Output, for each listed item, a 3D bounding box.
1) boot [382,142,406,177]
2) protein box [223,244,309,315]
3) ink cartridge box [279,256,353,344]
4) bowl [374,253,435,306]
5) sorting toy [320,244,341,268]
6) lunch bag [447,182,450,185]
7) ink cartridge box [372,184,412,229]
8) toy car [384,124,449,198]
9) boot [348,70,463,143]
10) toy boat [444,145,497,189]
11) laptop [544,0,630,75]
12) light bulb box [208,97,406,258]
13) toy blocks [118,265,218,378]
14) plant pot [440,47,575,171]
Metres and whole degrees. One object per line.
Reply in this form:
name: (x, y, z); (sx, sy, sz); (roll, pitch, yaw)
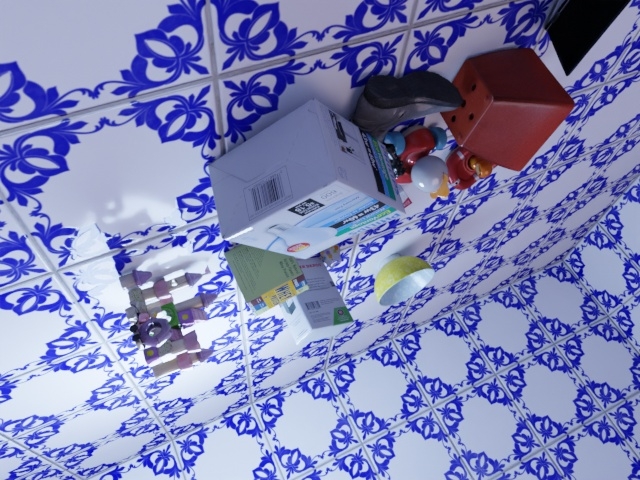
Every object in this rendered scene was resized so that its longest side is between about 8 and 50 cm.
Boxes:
boot: (0.200, -0.239, 1.588); (0.045, 0.121, 0.099); (-35, 115, -15)
protein box: (-0.176, 0.102, 1.763); (0.201, 0.200, 0.136); (-27, 153, -6)
ink cartridge box: (-0.040, 0.220, 2.004); (0.211, 0.289, 0.121); (-3, 146, -41)
bowl: (0.352, 0.153, 2.416); (0.289, 0.156, 0.290); (-23, 152, -13)
sorting toy: (0.044, 0.065, 2.053); (0.083, 0.075, 0.045); (-37, 152, 13)
lunch bag: (0.496, -0.246, 1.993); (0.083, 0.053, 0.071); (-45, 153, 7)
ink cartridge box: (0.222, -0.128, 1.900); (0.175, 0.072, 0.127); (-36, 153, 10)
toy car: (0.312, -0.212, 1.664); (0.219, 0.238, 0.210); (-11, 148, -31)
boot: (0.215, -0.354, 1.499); (0.337, 0.118, 0.223); (-5, 151, -28)
toy boat: (0.545, -0.266, 1.860); (0.231, 0.151, 0.151); (-38, 119, 15)
laptop: (0.816, -0.653, 1.409); (0.407, 0.237, 0.382); (-10, 147, -34)
light bulb box: (-0.029, -0.134, 1.395); (0.357, 0.226, 0.361); (-25, 157, 29)
toy blocks: (-0.429, 0.217, 1.626); (0.259, 0.289, 0.309); (-18, 148, -14)
plant pot: (0.507, -0.387, 1.560); (0.235, 0.268, 0.267); (-1, 143, -25)
